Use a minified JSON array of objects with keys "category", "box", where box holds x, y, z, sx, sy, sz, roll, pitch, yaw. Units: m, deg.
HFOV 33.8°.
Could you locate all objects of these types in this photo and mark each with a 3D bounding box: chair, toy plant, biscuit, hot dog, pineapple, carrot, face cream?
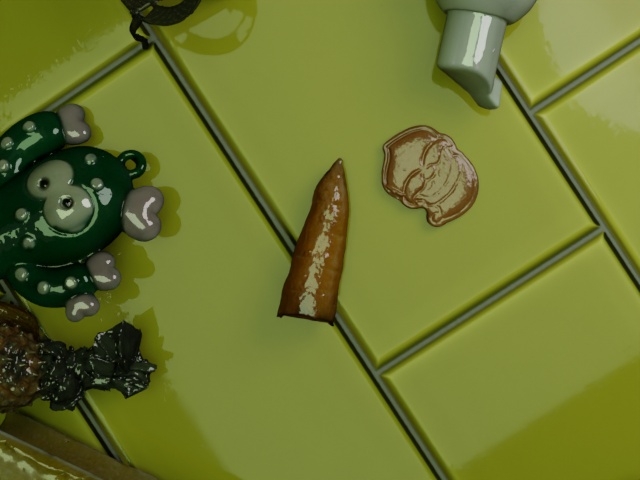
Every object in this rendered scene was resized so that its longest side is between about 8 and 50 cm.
[{"category":"chair","box":[-0.182,-0.324,1.203,0.149,0.213,0.174,-27,89,-1]},{"category":"toy plant","box":[-0.313,-0.037,1.264,0.232,0.112,0.243,33,76,9]},{"category":"biscuit","box":[0.132,-0.080,1.286,0.130,0.019,0.102,43,93,2]},{"category":"hot dog","box":[-0.425,0.111,1.307,0.147,0.065,0.099,19,102,1]},{"category":"pineapple","box":[-0.315,0.150,1.251,0.237,0.119,0.111,2,82,-21]},{"category":"carrot","box":[0.000,0.000,1.275,0.072,0.072,0.205,11,91,3]},{"category":"face cream","box":[0.199,-0.342,1.207,0.145,0.145,0.370,11,92,3]}]

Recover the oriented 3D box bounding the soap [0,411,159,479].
[{"category":"soap","box":[-0.315,0.402,1.268,0.335,0.156,0.293,24,91,2]}]
